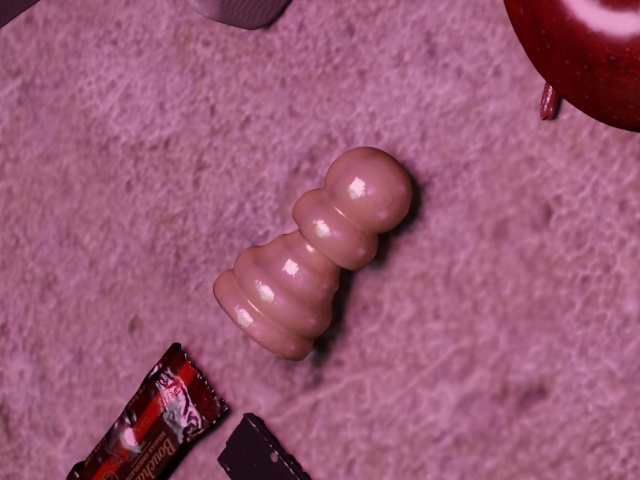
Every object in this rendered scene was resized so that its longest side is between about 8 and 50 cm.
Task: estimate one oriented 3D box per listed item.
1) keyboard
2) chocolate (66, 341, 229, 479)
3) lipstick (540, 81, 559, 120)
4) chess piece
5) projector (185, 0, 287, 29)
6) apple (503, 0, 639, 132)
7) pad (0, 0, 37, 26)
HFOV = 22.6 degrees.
[{"bbox_3d":[-0.011,0.222,1.265,0.195,0.018,0.060,48,119,26],"label":"keyboard"},{"bbox_3d":[-0.151,0.173,1.353,0.182,0.028,0.086,-48,66,19],"label":"chocolate"},{"bbox_3d":[0.175,-0.139,1.163,0.025,0.025,0.107,17,101,33],"label":"lipstick"},{"bbox_3d":[0.000,0.000,1.233,0.094,0.094,0.170,45,106,27],"label":"chess piece"},{"bbox_3d":[-0.060,-0.327,1.284,0.198,0.108,0.250,46,112,27],"label":"projector"},{"bbox_3d":[0.225,-0.177,1.027,0.218,0.201,0.218,-2,87,30],"label":"apple"},{"bbox_3d":[-0.257,-0.294,1.471,0.211,0.003,0.143,-27,72,29],"label":"pad"}]
